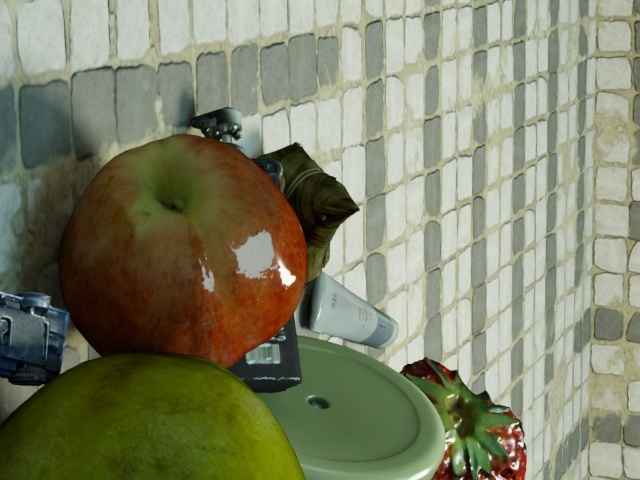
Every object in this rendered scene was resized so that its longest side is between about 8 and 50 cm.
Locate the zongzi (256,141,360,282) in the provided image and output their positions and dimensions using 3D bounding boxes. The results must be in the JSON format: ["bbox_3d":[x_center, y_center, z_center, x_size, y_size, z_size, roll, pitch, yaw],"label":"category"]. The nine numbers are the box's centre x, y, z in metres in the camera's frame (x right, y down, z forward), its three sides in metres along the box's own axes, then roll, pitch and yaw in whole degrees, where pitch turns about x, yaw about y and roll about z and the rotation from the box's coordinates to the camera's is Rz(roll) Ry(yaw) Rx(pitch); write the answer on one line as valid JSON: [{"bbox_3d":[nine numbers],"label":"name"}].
[{"bbox_3d":[0.000,0.000,1.782,0.084,0.184,0.187,-25,127,-24],"label":"zongzi"}]

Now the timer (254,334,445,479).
[{"bbox_3d":[-0.041,0.305,1.680,0.291,0.290,0.315,-39,149,-60],"label":"timer"}]

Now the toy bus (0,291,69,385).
[{"bbox_3d":[-0.288,0.074,1.216,0.236,0.094,0.079,29,61,-67],"label":"toy bus"}]

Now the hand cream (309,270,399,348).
[{"bbox_3d":[0.043,0.105,2.064,0.255,0.048,0.079,29,62,-62],"label":"hand cream"}]

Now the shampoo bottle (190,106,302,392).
[{"bbox_3d":[-0.086,0.006,1.598,0.098,0.071,0.309,3,71,-29],"label":"shampoo bottle"}]

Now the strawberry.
[{"bbox_3d":[0.147,0.321,2.124,0.238,0.250,0.288,-29,160,-40],"label":"strawberry"}]

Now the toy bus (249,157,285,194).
[{"bbox_3d":[-0.088,-0.004,1.701,0.077,0.079,0.174,54,44,-70],"label":"toy bus"}]

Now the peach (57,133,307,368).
[{"bbox_3d":[-0.132,0.031,1.428,0.257,0.232,0.232,90,19,-47],"label":"peach"}]

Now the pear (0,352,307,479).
[{"bbox_3d":[-0.160,0.278,1.232,0.413,0.352,0.352,-58,145,-52],"label":"pear"}]
